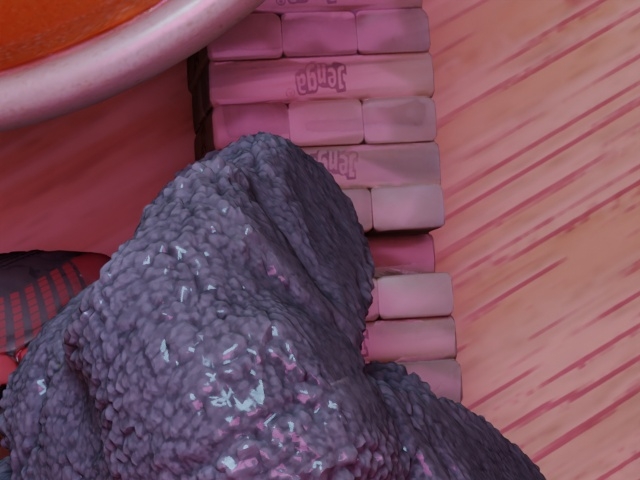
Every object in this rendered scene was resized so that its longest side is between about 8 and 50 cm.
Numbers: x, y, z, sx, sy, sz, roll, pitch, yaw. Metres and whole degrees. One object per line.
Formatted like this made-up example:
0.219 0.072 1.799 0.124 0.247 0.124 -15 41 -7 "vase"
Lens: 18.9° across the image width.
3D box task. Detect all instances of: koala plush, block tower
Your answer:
-0.065 0.097 0.626 0.221 0.203 0.196 -36 84 13 "koala plush"
0.000 0.000 0.764 0.097 0.091 0.335 -3 86 -8 "block tower"

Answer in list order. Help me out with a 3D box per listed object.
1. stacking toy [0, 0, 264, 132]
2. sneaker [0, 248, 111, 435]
-0.177 -0.270 0.537 0.351 0.480 0.350 -6 66 14 "stacking toy"
-0.205 0.033 0.728 0.276 0.097 0.135 -15 89 -8 "sneaker"
